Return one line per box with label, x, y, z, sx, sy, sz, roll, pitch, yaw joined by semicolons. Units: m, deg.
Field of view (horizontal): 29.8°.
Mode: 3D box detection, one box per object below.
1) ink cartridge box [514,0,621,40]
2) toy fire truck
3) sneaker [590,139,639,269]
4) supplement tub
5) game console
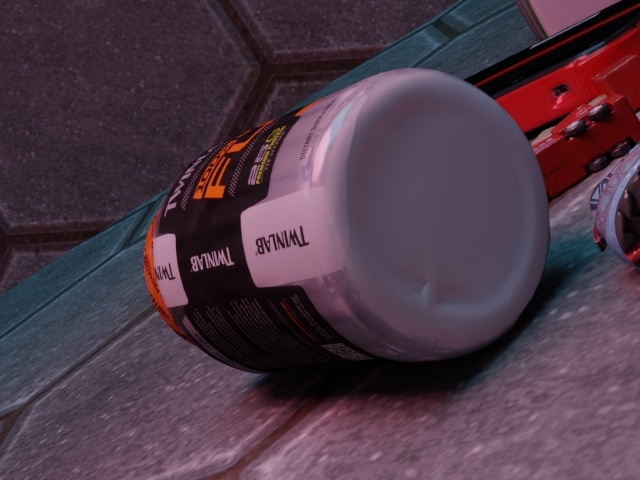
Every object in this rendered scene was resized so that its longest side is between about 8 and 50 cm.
ink cartridge box;0.365;-0.359;1.704;0.160;0.092;0.219;-31;12;9
toy fire truck;0.234;-0.098;1.111;0.192;0.047;0.135;-34;11;3
sneaker;0.281;-0.082;0.789;0.262;0.104;0.125;-34;10;-3
supplement tub;0.000;0.000;0.951;0.207;0.207;0.338;-40;14;-30
game console;0.256;-0.189;1.435;0.386;0.060;0.342;-23;10;39
